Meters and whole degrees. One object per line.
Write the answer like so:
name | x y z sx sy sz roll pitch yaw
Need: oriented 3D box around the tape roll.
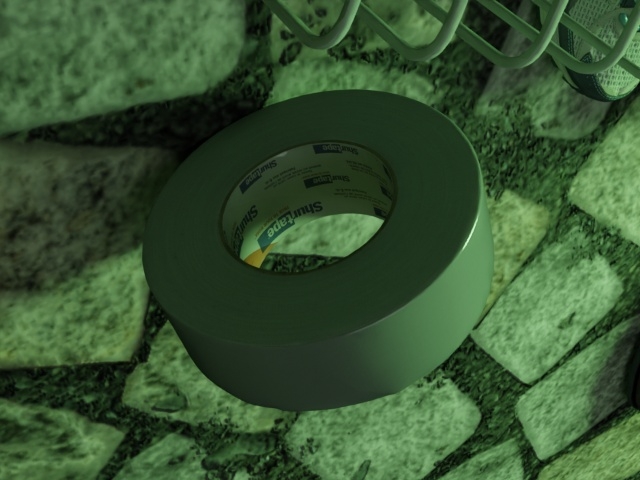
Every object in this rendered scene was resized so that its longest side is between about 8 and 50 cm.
tape roll | 0.000 0.000 0.638 0.219 0.219 0.072 -31 136 -9

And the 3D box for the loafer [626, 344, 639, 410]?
loafer | 0.443 0.095 1.102 0.109 0.095 0.303 -1 124 -33

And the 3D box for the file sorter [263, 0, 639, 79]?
file sorter | 0.096 -0.206 0.563 0.277 0.193 0.173 -2 128 -33

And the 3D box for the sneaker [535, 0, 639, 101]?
sneaker | 0.241 -0.216 0.699 0.110 0.122 0.283 -14 130 -24
